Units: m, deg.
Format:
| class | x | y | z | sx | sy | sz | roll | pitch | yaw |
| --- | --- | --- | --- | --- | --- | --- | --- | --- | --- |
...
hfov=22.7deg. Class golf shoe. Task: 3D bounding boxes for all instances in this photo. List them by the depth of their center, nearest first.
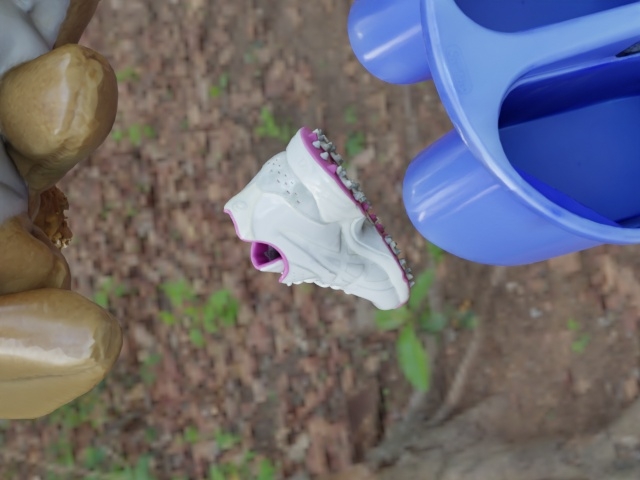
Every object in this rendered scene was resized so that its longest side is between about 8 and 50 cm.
| class | x | y | z | sx | sy | sz | roll | pitch | yaw |
| --- | --- | --- | --- | --- | --- | --- | --- | --- | --- |
| golf shoe | 0.000 | 0.000 | 1.701 | 0.115 | 0.140 | 0.306 | 58 | -177 | 38 |

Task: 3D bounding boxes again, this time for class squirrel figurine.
| class | x | y | z | sx | sy | sz | roll | pitch | yaw |
| --- | --- | --- | --- | --- | --- | --- | --- | --- | --- |
| squirrel figurine | -0.260 | -0.079 | 1.046 | 0.397 | 0.281 | 0.370 | 135 | 150 | -59 |

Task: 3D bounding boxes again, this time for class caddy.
| class | x | y | z | sx | sy | sz | roll | pitch | yaw |
| --- | --- | --- | --- | --- | --- | --- | --- | --- | --- |
| caddy | 0.187 | -0.119 | 0.984 | 0.179 | 0.341 | 0.241 | -27 | 81 | 58 |
